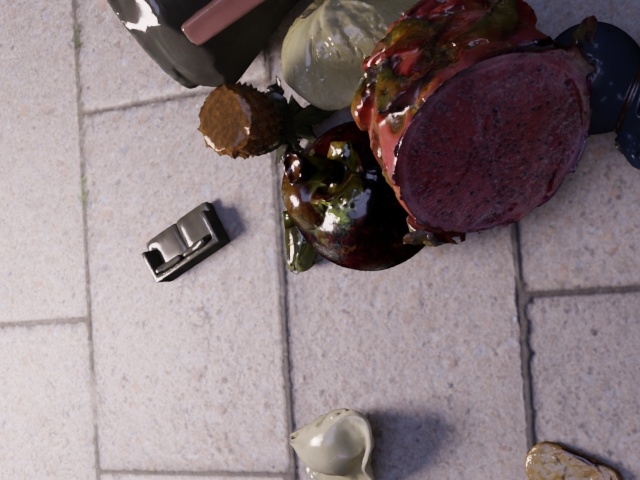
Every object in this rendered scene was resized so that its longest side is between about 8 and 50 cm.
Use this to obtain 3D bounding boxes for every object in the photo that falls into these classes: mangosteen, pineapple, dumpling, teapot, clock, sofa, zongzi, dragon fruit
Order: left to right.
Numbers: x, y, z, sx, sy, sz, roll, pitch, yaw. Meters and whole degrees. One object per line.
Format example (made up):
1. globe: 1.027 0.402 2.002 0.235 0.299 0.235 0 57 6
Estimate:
1. sofa: -0.239 0.003 1.656 0.147 0.060 0.085 -32 76 21
2. teapot: -0.132 -0.422 1.472 0.361 0.376 0.305 -36 118 12
3. pineapple: -0.072 -0.171 1.464 0.119 0.277 0.130 -41 78 23
4. zongzi: 0.000 0.000 1.555 0.119 0.055 0.109 -1 90 13
5. dumpling: 0.033 0.335 1.506 0.169 0.100 0.134 -32 90 22
6. mangosteen: 0.050 -0.070 1.402 0.231 0.289 0.231 -3 84 26
7. dragon fruit: 0.188 -0.187 1.280 0.314 0.296 0.263 -25 40 -4
8. clock: 0.418 -0.211 1.324 0.243 0.146 0.200 21 99 16

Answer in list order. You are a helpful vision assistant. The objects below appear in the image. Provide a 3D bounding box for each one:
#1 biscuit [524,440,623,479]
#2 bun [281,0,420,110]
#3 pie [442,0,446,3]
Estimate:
1. biscuit: 0.367 0.341 1.396 0.147 0.018 0.071 20 99 22
2. bun: 0.052 -0.310 1.434 0.243 0.153 0.244 -23 38 19
3. pie: 0.233 -0.261 1.455 0.204 0.054 0.219 41 103 20
